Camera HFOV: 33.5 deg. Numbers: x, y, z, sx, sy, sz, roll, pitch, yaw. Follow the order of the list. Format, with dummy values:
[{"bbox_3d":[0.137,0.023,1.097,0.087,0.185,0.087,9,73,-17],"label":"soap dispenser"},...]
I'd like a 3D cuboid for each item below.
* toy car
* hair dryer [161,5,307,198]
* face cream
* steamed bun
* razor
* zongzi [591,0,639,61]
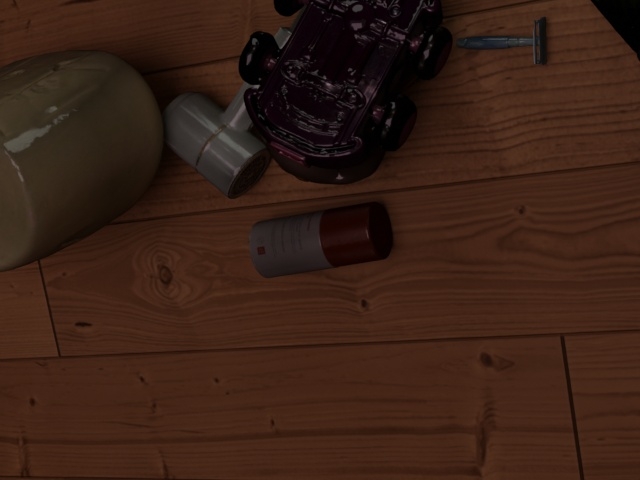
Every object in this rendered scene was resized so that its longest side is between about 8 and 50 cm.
[{"bbox_3d":[0.045,-0.241,1.575,0.271,0.240,0.340,28,85,15],"label":"toy car"},{"bbox_3d":[-0.104,-0.256,1.710,0.173,0.107,0.357,40,107,11],"label":"hair dryer"},{"bbox_3d":[0.000,0.000,1.709,0.214,0.096,0.095,-9,99,27],"label":"face cream"},{"bbox_3d":[-0.494,-0.114,1.744,0.456,0.371,0.289,4,123,42],"label":"steamed bun"},{"bbox_3d":[0.262,-0.289,1.550,0.135,0.040,0.068,4,104,29],"label":"razor"},{"bbox_3d":[0.507,-0.225,1.362,0.362,0.319,0.383,2,86,35],"label":"zongzi"}]
